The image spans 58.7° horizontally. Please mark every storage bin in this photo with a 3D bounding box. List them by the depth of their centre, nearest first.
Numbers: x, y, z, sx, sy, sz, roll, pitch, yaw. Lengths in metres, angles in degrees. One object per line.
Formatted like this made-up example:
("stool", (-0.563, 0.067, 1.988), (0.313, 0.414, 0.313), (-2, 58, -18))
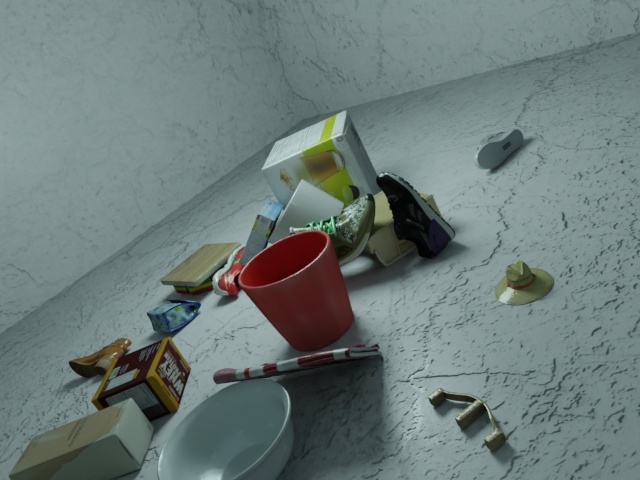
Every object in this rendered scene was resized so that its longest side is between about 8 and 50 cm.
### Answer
("storage bin", (0.218, -0.052, 1.820), (0.260, 0.123, 0.262), (-32, 23, -11))

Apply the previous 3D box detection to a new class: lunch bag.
("lunch bag", (-0.514, 0.255, 2.019), (0.151, 0.096, 0.129), (-26, 14, -39))

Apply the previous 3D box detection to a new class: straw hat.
("straw hat", (0.461, 0.082, 1.323), (0.144, 0.061, 0.144), (-22, 22, 10))

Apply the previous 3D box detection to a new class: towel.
("towel", (-0.047, 0.278, 1.303), (0.329, 0.037, 0.237), (-16, -14, 20))

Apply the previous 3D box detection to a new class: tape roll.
("tape roll", (-0.049, -0.061, 1.937), (0.246, 0.169, 0.246), (-60, 5, 9))

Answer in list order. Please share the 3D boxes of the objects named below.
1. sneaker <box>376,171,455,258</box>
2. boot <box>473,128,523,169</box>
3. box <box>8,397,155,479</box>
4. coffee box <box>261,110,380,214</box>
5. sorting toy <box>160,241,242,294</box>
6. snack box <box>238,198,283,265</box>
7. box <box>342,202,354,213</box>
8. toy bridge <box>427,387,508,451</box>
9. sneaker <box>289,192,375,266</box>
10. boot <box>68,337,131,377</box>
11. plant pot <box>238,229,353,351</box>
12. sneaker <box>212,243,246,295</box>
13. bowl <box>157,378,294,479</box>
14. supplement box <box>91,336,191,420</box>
("sneaker", (0.246, -0.070, 1.631), (0.124, 0.283, 0.107), (-44, -5, -8))
("boot", (0.604, -0.319, 2.039), (0.258, 0.095, 0.123), (-30, 14, -29))
("box", (-0.594, 0.534, 1.436), (0.311, 0.121, 0.148), (-24, 21, 9))
("coffee box", (0.014, -0.247, 2.195), (0.334, 0.338, 0.338), (-22, 23, 15))
("sorting toy", (-0.454, 0.118, 2.248), (0.255, 0.089, 0.257), (-3, 32, 45))
("snack box", (-0.211, -0.025, 2.044), (0.174, 0.070, 0.207), (-70, 3, -67))
("box", (0.146, -0.078, 1.984), (0.101, 0.102, 0.087), (-32, 20, -9))
("toy bridge", (0.278, 0.319, 1.049), (0.063, 0.026, 0.188), (-32, 23, -16))
("sneaker", (0.000, 0.000, 1.704), (0.410, 0.182, 0.158), (-47, 31, 25))
("boot", (-0.769, 0.405, 1.998), (0.197, 0.073, 0.152), (-2, 32, 24))
("plant pot", (-0.046, 0.142, 1.522), (0.275, 0.243, 0.275), (-24, 22, 10))
("sneaker", (-0.285, 0.116, 2.089), (0.118, 0.107, 0.279), (5, 36, 21))
("bowl", (-0.168, 0.433, 1.159), (0.298, 0.134, 0.298), (-23, 22, 9))
("supplement box", (-0.497, 0.404, 1.605), (0.194, 0.129, 0.191), (-23, 22, 9))
